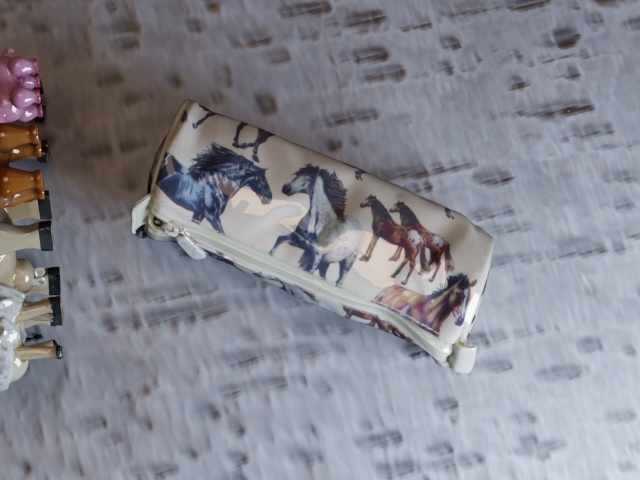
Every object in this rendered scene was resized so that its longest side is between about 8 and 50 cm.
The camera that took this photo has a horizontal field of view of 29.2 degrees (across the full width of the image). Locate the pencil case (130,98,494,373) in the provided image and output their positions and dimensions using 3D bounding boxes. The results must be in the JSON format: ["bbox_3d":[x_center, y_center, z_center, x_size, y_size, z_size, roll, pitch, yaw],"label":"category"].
[{"bbox_3d":[0.000,0.000,1.361,0.410,0.160,0.183,24,57,1],"label":"pencil case"}]

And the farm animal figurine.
[{"bbox_3d":[-0.374,-0.033,1.311,0.172,0.330,0.326,-6,104,-10],"label":"farm animal figurine"}]
